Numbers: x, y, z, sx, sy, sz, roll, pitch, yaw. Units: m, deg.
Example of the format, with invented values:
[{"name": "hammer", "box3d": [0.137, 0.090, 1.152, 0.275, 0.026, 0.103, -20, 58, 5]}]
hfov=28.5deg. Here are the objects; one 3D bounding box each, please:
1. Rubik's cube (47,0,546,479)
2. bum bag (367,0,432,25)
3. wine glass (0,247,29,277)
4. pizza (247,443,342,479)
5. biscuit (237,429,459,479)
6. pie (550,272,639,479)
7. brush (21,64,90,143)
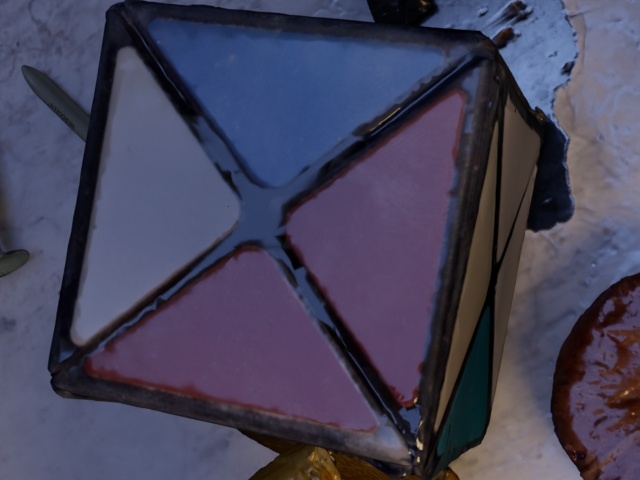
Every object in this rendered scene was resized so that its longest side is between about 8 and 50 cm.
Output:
[{"name": "Rubik's cube", "box3d": [0.000, 0.000, 0.997, 0.305, 0.310, 0.307, 8, 89, 14]}, {"name": "bum bag", "box3d": [0.055, -0.251, 1.141, 0.058, 0.034, 0.124, -24, 79, 10]}, {"name": "wine glass", "box3d": [-0.353, -0.039, 1.275, 0.073, 0.073, 0.155, -33, 79, 17]}, {"name": "pizza", "box3d": [-0.041, 0.315, 1.028, 0.182, 0.074, 0.365, 26, 116, -1]}, {"name": "biscuit", "box3d": [0.032, 0.187, 1.077, 0.206, 0.126, 0.025, 10, 69, 29]}, {"name": "pie", "box3d": [0.290, 0.125, 1.013, 0.204, 0.054, 0.218, 33, 99, 20]}, {"name": "brush", "box3d": [-0.200, -0.085, 1.237, 0.299, 0.039, 0.042, 44, 99, 22]}]
